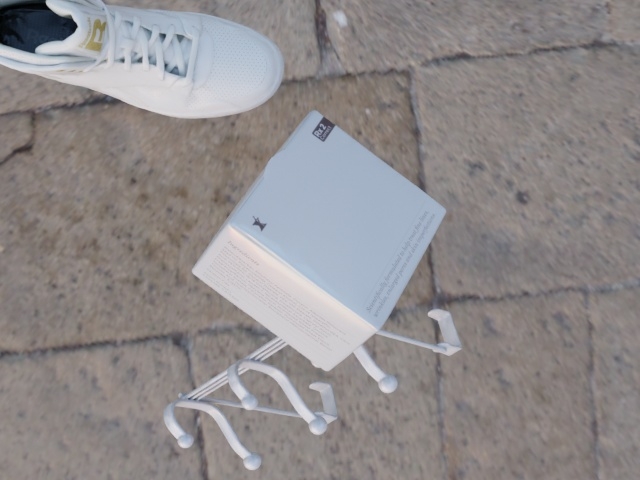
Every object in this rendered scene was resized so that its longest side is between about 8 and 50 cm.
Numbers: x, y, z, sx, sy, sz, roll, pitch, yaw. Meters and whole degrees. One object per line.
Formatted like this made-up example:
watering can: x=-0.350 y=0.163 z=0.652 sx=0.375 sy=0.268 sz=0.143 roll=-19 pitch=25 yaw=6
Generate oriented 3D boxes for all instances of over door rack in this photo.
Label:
over door rack: x=0.007 y=0.178 z=1.434 sx=0.239 sy=0.324 sz=0.108 roll=-33 pitch=69 yaw=30

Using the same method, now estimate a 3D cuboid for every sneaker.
sneaker: x=-0.183 y=-0.175 z=1.122 sx=0.292 sy=0.169 sz=0.108 roll=8 pitch=96 yaw=0

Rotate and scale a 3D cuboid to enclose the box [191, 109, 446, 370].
box: x=0.000 y=0.000 z=1.226 sx=0.182 sy=0.181 sz=0.119 roll=37 pitch=144 yaw=-5
